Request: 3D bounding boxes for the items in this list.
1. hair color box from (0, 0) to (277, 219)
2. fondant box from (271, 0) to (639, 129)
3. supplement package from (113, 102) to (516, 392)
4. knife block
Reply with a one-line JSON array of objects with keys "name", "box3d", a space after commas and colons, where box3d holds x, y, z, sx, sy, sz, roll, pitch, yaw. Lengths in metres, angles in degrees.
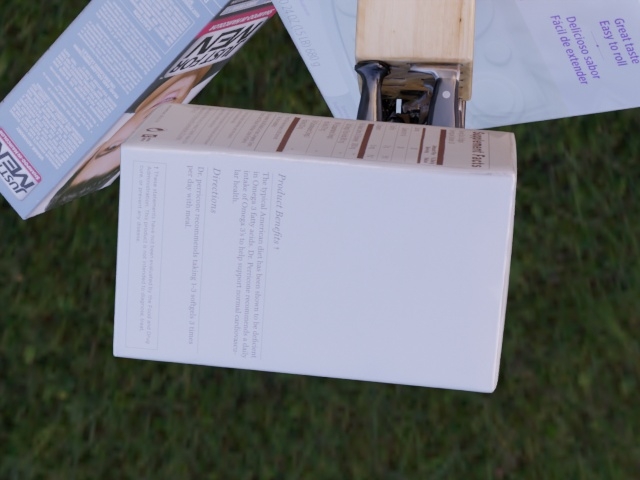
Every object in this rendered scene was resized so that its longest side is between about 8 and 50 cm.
[{"name": "hair color box", "box3d": [-0.196, -0.194, 1.904, 0.374, 0.185, 0.113, -42, 84, 28]}, {"name": "fondant box", "box3d": [0.127, -0.216, 1.504, 0.330, 0.096, 0.238, -7, 128, 33]}, {"name": "supplement package", "box3d": [0.000, 0.000, 0.844, 0.179, 0.105, 0.105, 6, 105, 4]}, {"name": "knife block", "box3d": [0.072, -0.164, 1.315, 0.088, 0.242, 0.275, 2, 122, 4]}]
